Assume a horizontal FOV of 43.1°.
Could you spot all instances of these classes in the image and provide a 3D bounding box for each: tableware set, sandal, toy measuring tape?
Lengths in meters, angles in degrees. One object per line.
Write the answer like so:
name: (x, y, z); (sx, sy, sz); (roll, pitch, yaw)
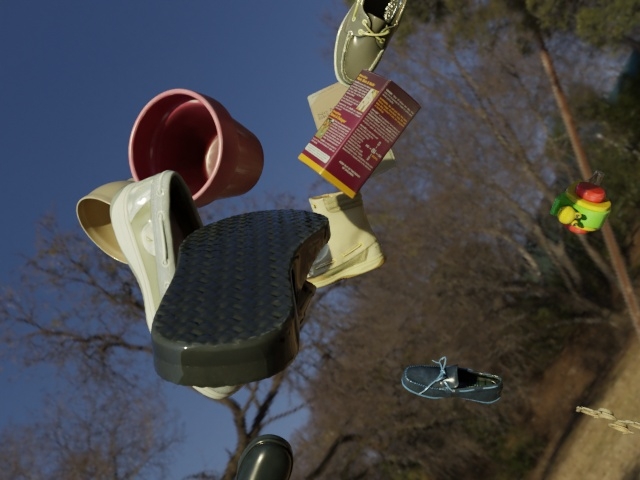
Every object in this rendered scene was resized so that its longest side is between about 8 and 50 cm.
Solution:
tableware set: (0.703, 0.434, 1.951); (0.141, 0.168, 0.020); (109, -176, -75)
sandal: (-0.082, 0.061, 0.875); (0.446, 0.167, 0.107); (-72, -21, -71)
toy measuring tape: (0.649, -0.093, 1.931); (0.330, 0.121, 0.121); (-26, -36, -50)

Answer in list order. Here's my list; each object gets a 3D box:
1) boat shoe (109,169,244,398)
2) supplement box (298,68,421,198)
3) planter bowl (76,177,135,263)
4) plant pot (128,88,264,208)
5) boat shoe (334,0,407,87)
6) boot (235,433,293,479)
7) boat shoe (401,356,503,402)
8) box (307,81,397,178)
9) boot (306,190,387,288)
boat shoe: (-0.169, 0.064, 1.082); (0.103, 0.320, 0.118); (-16, 9, 36)
supplement box: (0.062, -0.177, 1.333); (0.081, 0.104, 0.188); (35, -86, -31)
planter bowl: (-0.360, -0.050, 1.528); (0.109, 0.162, 0.162); (-54, -19, -37)
plant pot: (-0.200, -0.149, 1.417); (0.180, 0.201, 0.201); (6, -63, -59)
boat shoe: (0.112, -0.464, 1.690); (0.091, 0.109, 0.305); (-122, 53, -76)
boot: (-0.109, 0.475, 1.340); (0.207, 0.094, 0.246); (-103, 36, -65)
boat shoe: (0.341, 0.348, 2.086); (0.089, 0.258, 0.109); (97, 176, -49)
box: (0.071, -0.268, 1.963); (0.148, 0.311, 0.121); (-25, -57, 5)
boot: (0.000, 0.000, 1.882); (0.262, 0.203, 0.095); (-18, 10, 12)
